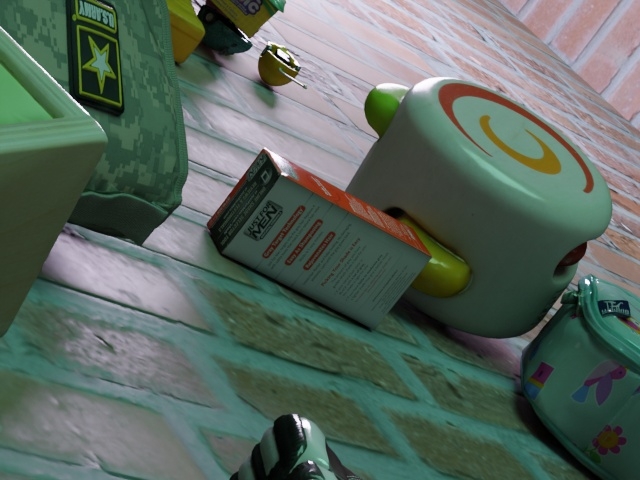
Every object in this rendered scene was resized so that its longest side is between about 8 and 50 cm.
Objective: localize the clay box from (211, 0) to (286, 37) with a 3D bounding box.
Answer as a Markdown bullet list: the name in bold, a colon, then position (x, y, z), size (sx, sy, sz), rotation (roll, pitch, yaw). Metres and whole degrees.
- **clay box**: position (-0.099, -0.267, 1.839), size (0.127, 0.053, 0.222), rotation (43, 12, -20)

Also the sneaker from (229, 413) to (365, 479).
- **sneaker**: position (0.039, 0.182, 0.857), size (0.162, 0.106, 0.281), rotation (37, 14, -15)

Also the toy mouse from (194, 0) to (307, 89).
- **toy mouse**: position (-0.085, -0.192, 1.847), size (0.143, 0.031, 0.161), rotation (33, 15, -17)

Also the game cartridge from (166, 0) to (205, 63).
- **game cartridge**: position (-0.248, -0.300, 1.755), size (0.285, 0.053, 0.324), rotation (30, 16, -28)

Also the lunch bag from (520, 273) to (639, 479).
- **lunch bag**: position (0.283, 0.140, 1.542), size (0.279, 0.108, 0.224), rotation (37, 15, -2)

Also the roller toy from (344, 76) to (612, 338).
- **roller toy**: position (0.120, -0.020, 1.574), size (0.191, 0.146, 0.209), rotation (19, 27, -28)

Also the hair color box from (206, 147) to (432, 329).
- **hair color box**: position (0.000, 0.000, 1.378), size (0.141, 0.072, 0.043), rotation (28, 18, -33)

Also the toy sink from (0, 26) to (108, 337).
- **toy sink**: position (-0.233, -0.067, 0.852), size (0.234, 0.131, 0.153), rotation (44, 29, 23)

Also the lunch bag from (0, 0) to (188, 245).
- **lunch bag**: position (-0.204, -0.126, 1.111), size (0.287, 0.169, 0.235), rotation (51, 15, 20)
